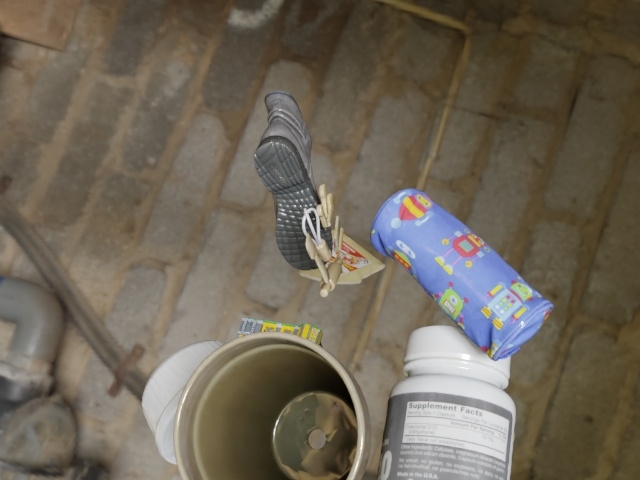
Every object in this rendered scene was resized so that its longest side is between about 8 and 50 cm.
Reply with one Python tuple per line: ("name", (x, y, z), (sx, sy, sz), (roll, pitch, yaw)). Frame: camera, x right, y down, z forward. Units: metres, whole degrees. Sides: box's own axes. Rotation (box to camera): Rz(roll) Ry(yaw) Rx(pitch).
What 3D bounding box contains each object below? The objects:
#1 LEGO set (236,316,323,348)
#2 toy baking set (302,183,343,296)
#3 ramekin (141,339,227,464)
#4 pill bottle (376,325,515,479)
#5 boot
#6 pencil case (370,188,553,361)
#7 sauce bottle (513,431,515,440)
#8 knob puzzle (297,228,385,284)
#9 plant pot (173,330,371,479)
("LEGO set", (-0.099, 0.340, 2.378), (0.331, 0.255, 0.192), (86, 18, -60))
("toy baking set", (0.002, 0.006, 1.862), (0.256, 0.030, 0.196), (-66, 146, -61))
("ramekin", (-0.248, 0.329, 2.025), (0.273, 0.127, 0.273), (-27, 141, -24))
("pill bottle", (0.196, 0.330, 1.513), (0.204, 0.204, 0.361), (71, 27, -63))
("boot", (-0.042, -0.124, 1.997), (0.222, 0.118, 0.338), (-85, 166, -53))
("pencil case", (0.205, 0.051, 1.480), (0.119, 0.306, 0.133), (-25, 148, -39))
("sauce bottle", (0.366, 0.388, 1.931), (0.128, 0.042, 0.042), (20, 87, -77))
("knob puzzle", (0.023, 0.053, 2.250), (0.213, 0.213, 0.030), (-50, 157, -52))
("plant pot", (-0.043, 0.333, 1.650), (0.323, 0.323, 0.280), (-71, 157, -7))
